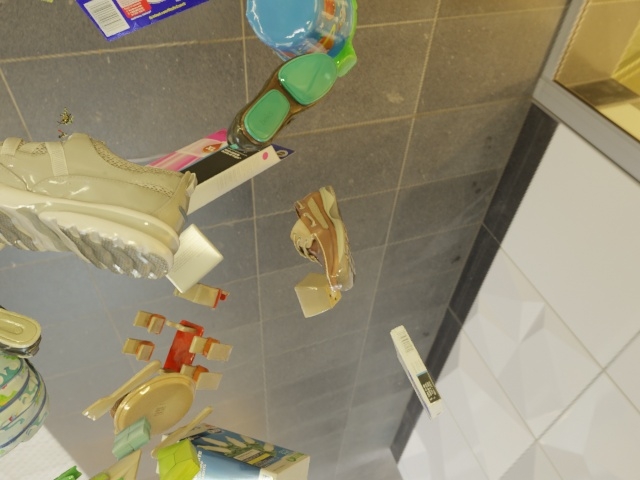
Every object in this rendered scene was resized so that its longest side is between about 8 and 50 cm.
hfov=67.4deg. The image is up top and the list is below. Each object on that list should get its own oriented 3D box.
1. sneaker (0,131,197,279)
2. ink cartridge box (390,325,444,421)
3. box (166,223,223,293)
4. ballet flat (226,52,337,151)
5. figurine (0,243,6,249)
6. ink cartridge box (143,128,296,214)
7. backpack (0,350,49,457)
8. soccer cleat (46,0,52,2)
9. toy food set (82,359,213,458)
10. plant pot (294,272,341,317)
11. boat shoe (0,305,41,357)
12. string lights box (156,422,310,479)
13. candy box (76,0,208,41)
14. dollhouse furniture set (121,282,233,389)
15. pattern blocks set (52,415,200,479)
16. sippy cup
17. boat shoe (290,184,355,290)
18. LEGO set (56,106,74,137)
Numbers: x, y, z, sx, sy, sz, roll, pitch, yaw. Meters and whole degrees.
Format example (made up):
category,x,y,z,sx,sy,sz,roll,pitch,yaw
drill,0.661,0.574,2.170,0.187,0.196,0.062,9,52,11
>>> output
category,x,y,z,sx,sy,sz,roll,pitch,yaw
sneaker,-0.253,-0.052,0.465,0.281,0.115,0.105,19,148,3
ink cartridge box,0.251,0.349,1.245,0.045,0.206,0.208,-25,147,-1
box,-0.249,0.035,0.916,0.101,0.087,0.102,-43,-176,-10
ballet flat,-0.076,-0.250,0.863,0.096,0.280,0.095,-17,115,50
figurine,-0.612,-0.048,1.024,0.214,0.209,0.092,-20,100,-15
ink cartridge box,-0.246,-0.189,1.163,0.371,0.175,0.069,-36,138,-39
backpack,-0.792,0.336,1.081,0.290,0.355,0.273,-36,161,-49
soccer cleat,-0.543,-0.480,0.861,0.289,0.093,0.121,-35,136,-25
toy food set,-0.250,0.243,0.715,0.132,0.038,0.192,-37,139,-15
plant pot,0.000,0.164,1.488,0.096,0.109,0.109,-11,107,32
boat shoe,-0.670,0.162,0.957,0.233,0.084,0.079,28,139,0
string lights box,-0.167,0.430,0.920,0.259,0.077,0.133,6,173,25
candy box,-0.404,-0.643,1.131,0.268,0.317,0.122,-17,141,9
dollhouse furniture set,-0.342,0.238,1.259,0.135,0.261,0.259,37,70,-62
pattern blocks set,-0.253,0.304,0.486,0.285,0.324,0.026,-35,106,-21
sippy cup,-0.052,-0.515,1.087,0.305,0.224,0.240,14,109,13
boat shoe,0.000,0.000,1.028,0.116,0.324,0.123,-15,122,2
LEGO set,-0.647,-0.297,1.224,0.023,0.054,0.083,25,76,-62
